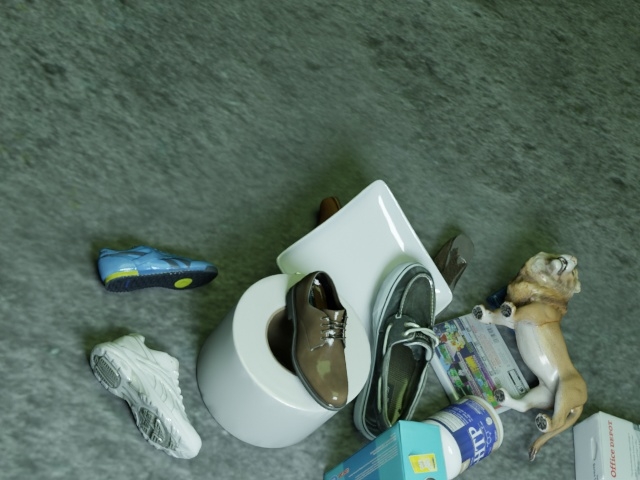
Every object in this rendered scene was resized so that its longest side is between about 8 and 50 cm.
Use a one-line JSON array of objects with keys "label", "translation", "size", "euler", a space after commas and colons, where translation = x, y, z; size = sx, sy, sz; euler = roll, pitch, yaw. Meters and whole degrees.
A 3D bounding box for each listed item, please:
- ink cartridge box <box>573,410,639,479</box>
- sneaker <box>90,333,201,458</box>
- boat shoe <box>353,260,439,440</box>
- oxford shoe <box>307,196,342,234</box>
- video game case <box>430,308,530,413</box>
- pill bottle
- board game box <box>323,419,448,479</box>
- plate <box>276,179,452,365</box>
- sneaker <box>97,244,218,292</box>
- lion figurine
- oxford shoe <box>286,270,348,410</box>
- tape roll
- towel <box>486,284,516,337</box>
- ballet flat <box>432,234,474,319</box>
[{"label": "ink cartridge box", "translation": [0.596, 0.436, 1.927], "size": [0.208, 0.087, 0.153], "euler": [21, 52, -18]}, {"label": "sneaker", "translation": [-0.250, 0.234, 1.573], "size": [0.232, 0.090, 0.115], "euler": [51, 46, 7]}, {"label": "boat shoe", "translation": [0.157, 0.191, 1.759], "size": [0.121, 0.119, 0.335], "euler": [23, 69, -24]}, {"label": "oxford shoe", "translation": [0.000, 0.000, 1.883], "size": [0.076, 0.076, 0.212], "euler": [16, 54, -15]}, {"label": "video game case", "translation": [0.298, 0.242, 1.928], "size": [0.183, 0.023, 0.201], "euler": [-13, 68, -36]}, {"label": "pill bottle", "translation": [0.221, 0.355, 1.747], "size": [0.186, 0.112, 0.112], "euler": [-22, 72, -38]}, {"label": "board game box", "translation": [0.106, 0.477, 1.505], "size": [0.079, 0.254, 0.336], "euler": [11, 55, -24]}, {"label": "plate", "translation": [0.079, 0.073, 1.828], "size": [0.278, 0.045, 0.277], "euler": [-38, 102, -26]}, {"label": "sneaker", "translation": [-0.275, 0.038, 1.700], "size": [0.209, 0.069, 0.082], "euler": [0, 56, -30]}, {"label": "lion figurine", "translation": [0.437, 0.214, 1.939], "size": [0.240, 0.142, 0.392], "euler": [0, 77, -39]}, {"label": "oxford shoe", "translation": [0.004, 0.150, 1.545], "size": [0.082, 0.096, 0.227], "euler": [1, 61, -31]}, {"label": "tape roll", "translation": [-0.062, 0.199, 1.649], "size": [0.246, 0.169, 0.246], "euler": [15, 53, -21]}, {"label": "towel", "translation": [0.397, 0.149, 2.042], "size": [0.067, 0.029, 0.119], "euler": [-30, 77, -41]}, {"label": "ballet flat", "translation": [0.228, 0.081, 1.980], "size": [0.084, 0.058, 0.250], "euler": [45, 53, -10]}]
